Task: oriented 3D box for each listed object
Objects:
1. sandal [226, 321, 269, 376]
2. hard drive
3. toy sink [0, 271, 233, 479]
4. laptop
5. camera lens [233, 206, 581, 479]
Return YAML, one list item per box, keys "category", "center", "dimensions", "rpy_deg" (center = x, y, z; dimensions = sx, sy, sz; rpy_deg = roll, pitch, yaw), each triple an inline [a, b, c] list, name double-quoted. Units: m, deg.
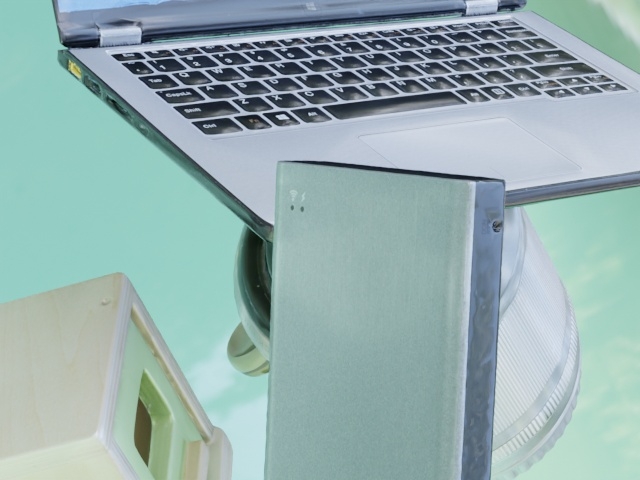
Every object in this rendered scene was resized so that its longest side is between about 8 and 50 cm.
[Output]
- category: "sandal"
  center: [-0.001, 0.001, 1.626]
  dimensions: [0.086, 0.303, 0.120]
  rpy_deg: [37, 14, -14]
- category: "hard drive"
  center: [0.019, 0.044, 0.567]
  dimensions: [0.022, 0.094, 0.135]
  rpy_deg: [-2, 97, -40]
- category: "toy sink"
  center: [-0.138, 0.163, 1.134]
  dimensions: [0.153, 0.131, 0.234]
  rpy_deg: [-88, 159, -52]
- category: "laptop"
  center: [0.038, -0.211, 1.105]
  dimensions: [0.382, 0.236, 0.408]
  rpy_deg: [-10, 33, -32]
- category: "camera lens"
  center: [0.074, 0.054, 1.333]
  dimensions: [0.274, 0.219, 0.219]
  rpy_deg: [53, 17, -54]
